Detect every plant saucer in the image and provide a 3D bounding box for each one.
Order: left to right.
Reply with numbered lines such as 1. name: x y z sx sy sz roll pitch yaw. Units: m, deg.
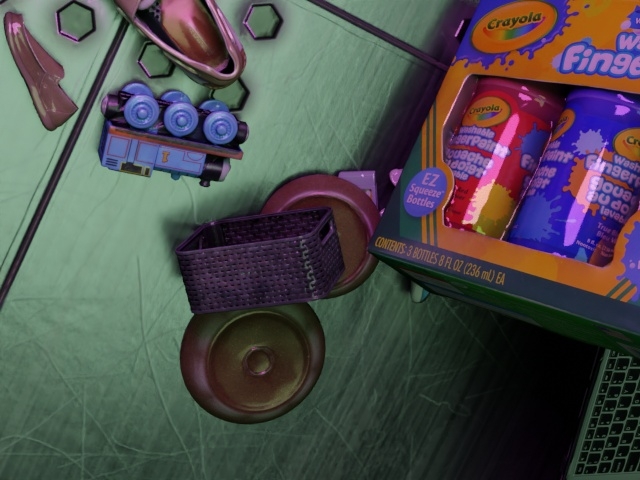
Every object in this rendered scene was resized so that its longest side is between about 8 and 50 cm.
1. plant saucer: -0.085 0.155 1.471 0.198 0.036 0.199 -3 103 -15
2. plant saucer: 0.000 0.000 1.440 0.168 0.029 0.168 -1 105 -2

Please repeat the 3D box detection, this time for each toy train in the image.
1. toy train: -0.181 -0.125 1.358 0.184 0.080 0.105 10 109 -20

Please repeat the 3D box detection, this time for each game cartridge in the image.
1. game cartridge: 0.047 -0.049 1.457 0.056 0.017 0.083 -1 104 17

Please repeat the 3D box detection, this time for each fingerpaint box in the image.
1. fingerpaint box: 0.319 -0.079 1.265 0.163 0.445 0.371 32 80 -44

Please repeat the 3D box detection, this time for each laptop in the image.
1. laptop: 0.456 0.247 1.494 0.408 0.236 0.382 1 117 -16

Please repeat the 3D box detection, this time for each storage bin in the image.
1. storage bin: -0.072 0.024 1.366 0.180 0.122 0.084 -7 107 17

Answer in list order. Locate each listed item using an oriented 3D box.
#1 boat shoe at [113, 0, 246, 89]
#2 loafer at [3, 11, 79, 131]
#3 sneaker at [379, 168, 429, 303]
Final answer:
1. boat shoe: -0.194 -0.303 1.295 0.113 0.103 0.302 -46 110 -1
2. loafer: -0.329 -0.203 1.310 0.050 0.056 0.148 -23 118 -10
3. sneaker: 0.117 -0.010 1.480 0.083 0.071 0.191 2 104 5
